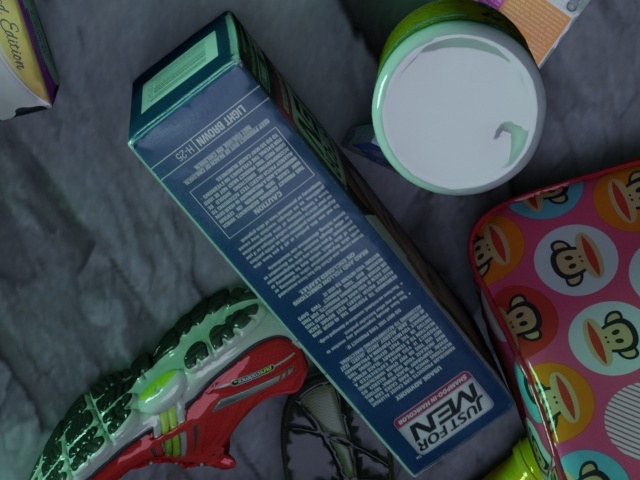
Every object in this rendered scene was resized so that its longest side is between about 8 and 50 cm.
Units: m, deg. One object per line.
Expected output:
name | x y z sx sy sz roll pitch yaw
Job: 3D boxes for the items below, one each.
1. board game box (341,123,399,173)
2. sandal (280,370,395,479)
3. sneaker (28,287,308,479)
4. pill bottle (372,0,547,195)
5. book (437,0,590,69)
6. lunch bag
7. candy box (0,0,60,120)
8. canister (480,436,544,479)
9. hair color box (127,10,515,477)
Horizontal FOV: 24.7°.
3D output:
board game box | 0.070 -0.065 1.157 0.090 0.090 0.020 25 86 -13
sandal | 0.020 0.256 1.287 0.120 0.086 0.302 2 101 -2
sneaker | -0.128 0.163 1.227 0.279 0.107 0.118 -37 116 11
pill bottle | 0.098 -0.111 1.048 0.118 0.208 0.117 1 105 4
book | 0.146 -0.181 1.149 0.096 0.035 0.144 34 105 -12
lunch bag | 0.270 0.076 1.131 0.258 0.293 0.120 -19 152 2
candy box | -0.333 -0.152 1.101 0.233 0.071 0.159 -15 112 1
canister | 0.168 0.271 1.307 0.170 0.073 0.126 -42 108 13
hair color box | 0.000 0.000 1.132 0.105 0.174 0.347 -36 110 8
